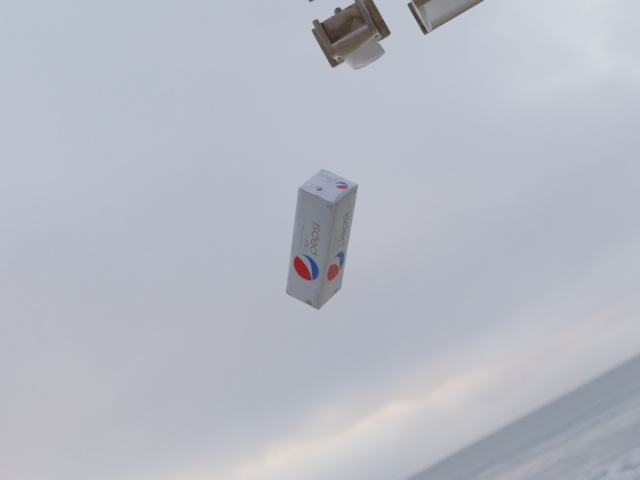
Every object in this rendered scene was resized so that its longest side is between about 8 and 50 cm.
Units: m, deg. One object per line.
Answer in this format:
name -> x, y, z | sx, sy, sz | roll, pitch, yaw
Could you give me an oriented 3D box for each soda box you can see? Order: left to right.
soda box -> 0.000, 0.000, 1.650 | 0.074, 0.069, 0.216 | -41, -32, -45

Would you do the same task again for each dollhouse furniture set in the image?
dollhouse furniture set -> 0.064, -0.425, 1.223 | 0.303, 0.355, 0.174 | -30, -4, 9
